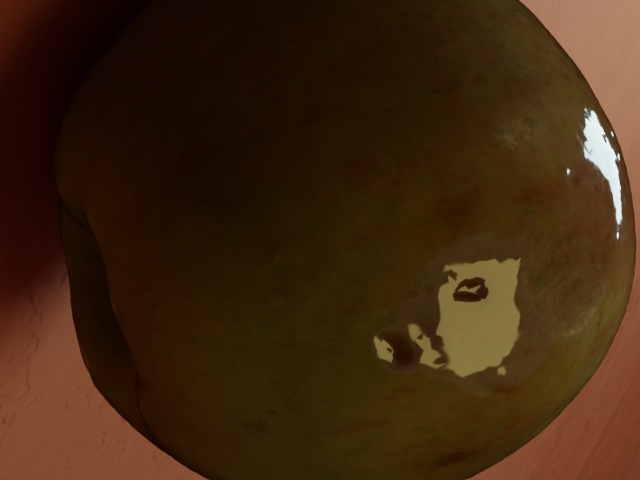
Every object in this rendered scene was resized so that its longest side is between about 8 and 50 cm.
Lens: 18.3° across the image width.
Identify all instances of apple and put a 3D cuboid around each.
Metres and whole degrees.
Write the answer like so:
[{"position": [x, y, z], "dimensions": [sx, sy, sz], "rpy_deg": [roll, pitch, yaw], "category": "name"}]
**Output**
[{"position": [0.000, 0.000, 1.133], "dimensions": [0.305, 0.338, 0.338], "rpy_deg": [-27, 146, -28], "category": "apple"}]
